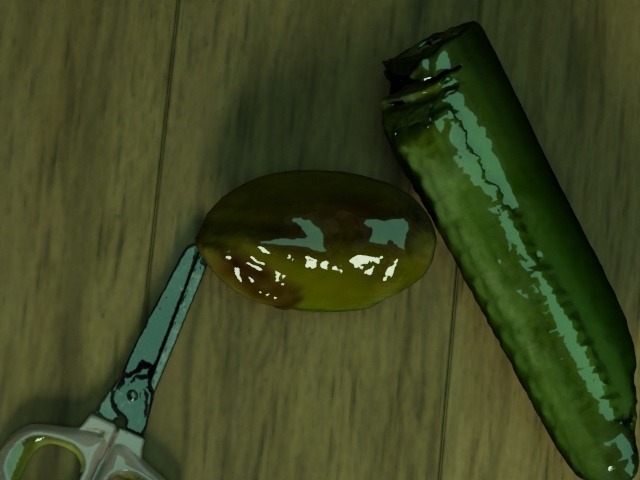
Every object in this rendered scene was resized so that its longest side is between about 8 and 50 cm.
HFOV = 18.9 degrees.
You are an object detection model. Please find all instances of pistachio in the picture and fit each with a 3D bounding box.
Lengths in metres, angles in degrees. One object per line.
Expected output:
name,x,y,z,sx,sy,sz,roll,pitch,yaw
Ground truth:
pistachio,-0.002,-0.003,1.515,0.189,0.100,0.110,-4,59,8

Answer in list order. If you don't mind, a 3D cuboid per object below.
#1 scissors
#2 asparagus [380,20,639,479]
scissors,-0.159,0.147,1.513,0.160,0.024,0.317,25,81,-1
asparagus,0.159,0.012,1.512,0.108,0.128,0.382,-27,87,3
